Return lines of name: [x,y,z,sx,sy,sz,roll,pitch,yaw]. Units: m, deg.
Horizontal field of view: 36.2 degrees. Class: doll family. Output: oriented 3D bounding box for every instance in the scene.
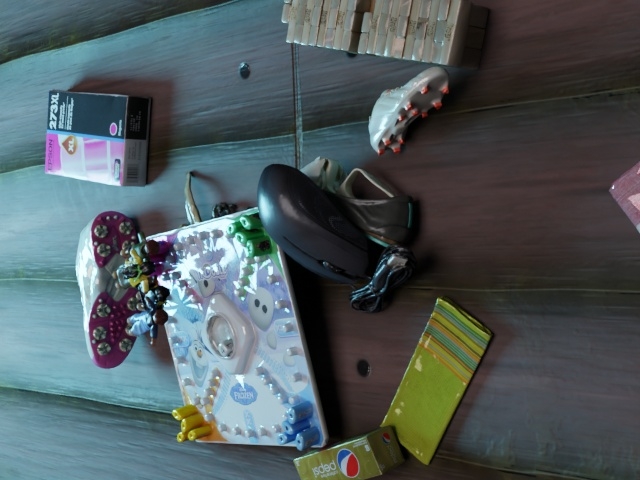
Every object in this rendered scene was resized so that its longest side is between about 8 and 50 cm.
doll family: [-0.303,0.084,1.697,0.111,0.076,0.193,-19,92,45]

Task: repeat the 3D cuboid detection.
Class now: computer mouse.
computer mouse: [0.000,0.000,1.440,0.272,0.072,0.188,43,146,5]

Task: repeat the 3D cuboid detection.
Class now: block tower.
block tower: [0.090,-0.313,1.429,0.335,0.097,0.091,20,105,43]

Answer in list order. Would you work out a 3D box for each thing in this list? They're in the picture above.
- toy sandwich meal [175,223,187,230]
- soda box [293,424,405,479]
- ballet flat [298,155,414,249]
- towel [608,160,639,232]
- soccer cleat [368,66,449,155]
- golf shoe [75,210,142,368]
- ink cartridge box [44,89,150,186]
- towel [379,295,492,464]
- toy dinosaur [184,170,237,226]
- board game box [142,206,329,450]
toy sandwich meal: [-0.263,0.008,1.809,0.085,0.029,0.085,-51,16,21]
soda box: [0.042,0.340,1.511,0.181,0.058,0.061,-30,80,45]
ballet flat: [0.030,-0.070,1.505,0.280,0.095,0.096,22,97,30]
towel: [0.497,0.001,1.093,0.237,0.037,0.329,-45,62,36]
soccer cleat: [0.117,-0.197,1.402,0.196,0.068,0.076,-50,52,54]
golf shoe: [-0.425,0.098,1.939,0.140,0.115,0.306,-6,81,54]
ink cartridge box: [-0.480,-0.214,1.999,0.371,0.069,0.176,11,100,45]
towel: [0.165,0.205,1.427,0.102,0.021,0.237,39,117,37]
toy dinosaur: [-0.201,-0.009,1.742,0.118,0.064,0.268,-21,74,49]
board game box: [-0.169,0.162,1.657,0.390,0.050,0.390,-12,92,50]
